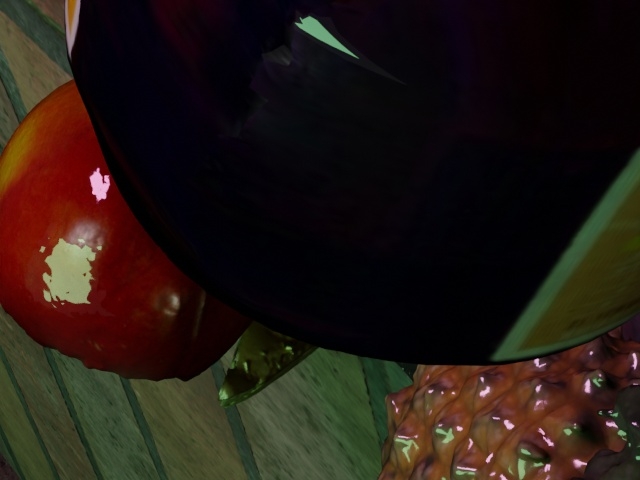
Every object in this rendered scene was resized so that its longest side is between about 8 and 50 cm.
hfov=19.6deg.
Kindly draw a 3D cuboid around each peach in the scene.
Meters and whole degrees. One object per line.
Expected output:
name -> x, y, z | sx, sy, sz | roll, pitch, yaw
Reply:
peach -> -0.123, -0.006, 1.166 | 0.196, 0.190, 0.226 | 58, 150, -10

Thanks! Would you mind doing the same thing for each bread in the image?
bread -> -0.049, 0.063, 1.316 | 0.080, 0.109, 0.084 | 53, 166, 9

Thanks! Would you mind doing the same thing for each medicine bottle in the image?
medicine bottle -> 0.070, -0.132, 0.482 | 0.242, 0.242, 0.395 | 55, 153, 12

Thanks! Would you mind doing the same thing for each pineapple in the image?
pineapple -> 0.151, 0.113, 0.780 | 0.169, 0.169, 0.340 | 62, 159, -10

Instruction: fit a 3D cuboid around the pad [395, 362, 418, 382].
pad -> 0.013, -0.015, 1.146 | 0.233, 0.022, 0.174 | 44, 151, 37
